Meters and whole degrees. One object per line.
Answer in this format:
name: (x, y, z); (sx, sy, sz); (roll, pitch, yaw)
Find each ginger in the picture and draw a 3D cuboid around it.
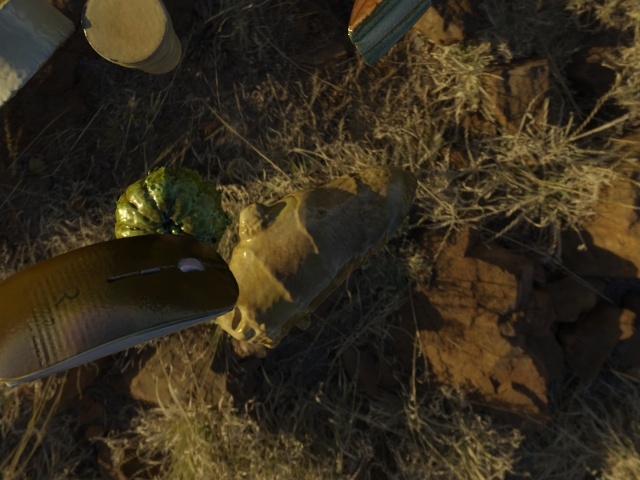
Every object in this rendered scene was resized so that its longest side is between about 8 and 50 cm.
ginger: (0.000, 0.000, 0.762); (0.354, 0.126, 0.189); (-35, 107, -23)

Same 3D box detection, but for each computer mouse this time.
computer mouse: (-0.201, 0.056, 0.540); (0.245, 0.126, 0.056); (-16, 140, -28)

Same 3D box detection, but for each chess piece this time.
chess piece: (-0.222, -0.254, 0.688); (0.094, 0.170, 0.094); (-1, 100, -5)

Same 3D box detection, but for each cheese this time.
cheese: (-0.776, -0.485, 1.385); (0.292, 0.332, 0.153); (-34, 122, 20)

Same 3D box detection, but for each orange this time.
orange: (-0.409, -0.063, 1.513); (0.300, 0.223, 0.301); (22, 102, -23)

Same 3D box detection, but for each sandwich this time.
sandwich: (0.107, -0.470, 1.090); (0.187, 0.144, 0.117); (-44, 144, 6)

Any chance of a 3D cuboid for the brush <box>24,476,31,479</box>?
brush: (-0.616, 0.535, 1.072); (0.011, 0.205, 0.083); (-1, 106, -1)
